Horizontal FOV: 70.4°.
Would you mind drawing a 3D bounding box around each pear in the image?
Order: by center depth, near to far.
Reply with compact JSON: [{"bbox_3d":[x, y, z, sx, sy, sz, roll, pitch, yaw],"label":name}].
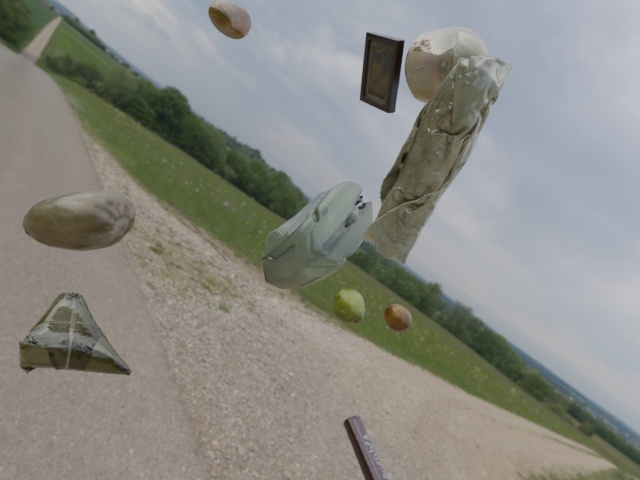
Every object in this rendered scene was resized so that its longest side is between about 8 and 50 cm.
[{"bbox_3d":[0.075,0.177,1.195,0.097,0.092,0.092,37,1,21],"label":"pear"}]

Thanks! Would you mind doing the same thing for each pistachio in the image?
[{"bbox_3d":[-0.423,-0.038,0.796,0.108,0.186,0.126,97,-19,-55],"label":"pistachio"}]

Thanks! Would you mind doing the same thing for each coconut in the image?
[{"bbox_3d":[0.278,-0.377,0.980,0.171,0.170,0.183,36,-9,-38],"label":"coconut"}]

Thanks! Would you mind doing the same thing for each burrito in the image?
[{"bbox_3d":[0.194,-0.143,0.812,0.117,0.391,0.076,30,21,11],"label":"burrito"}]

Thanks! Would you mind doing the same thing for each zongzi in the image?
[{"bbox_3d":[-0.398,0.160,0.788,0.176,0.078,0.160,8,34,-9],"label":"zongzi"}]

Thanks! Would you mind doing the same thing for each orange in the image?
[{"bbox_3d":[0.223,0.223,1.314,0.085,0.085,0.085,37,1,-1],"label":"orange"}]

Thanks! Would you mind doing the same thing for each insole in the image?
[{"bbox_3d":[-0.396,-0.022,1.516,0.253,0.005,0.086,50,-10,-15],"label":"insole"}]

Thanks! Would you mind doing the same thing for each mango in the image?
[{"bbox_3d":[-0.242,-0.581,1.192,0.102,0.084,0.184,37,23,-5],"label":"mango"}]

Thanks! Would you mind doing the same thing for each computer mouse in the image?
[{"bbox_3d":[0.003,-0.001,1.427,0.228,0.429,0.145,53,-10,-29],"label":"computer mouse"}]

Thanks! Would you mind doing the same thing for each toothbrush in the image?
[{"bbox_3d":[0.120,0.453,0.731,0.041,0.041,0.363,36,19,-46],"label":"toothbrush"}]

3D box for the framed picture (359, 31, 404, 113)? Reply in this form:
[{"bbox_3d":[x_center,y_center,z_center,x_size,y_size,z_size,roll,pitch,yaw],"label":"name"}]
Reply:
[{"bbox_3d":[0.148,-0.415,1.121,0.023,0.168,0.128,-15,37,-27],"label":"framed picture"}]
